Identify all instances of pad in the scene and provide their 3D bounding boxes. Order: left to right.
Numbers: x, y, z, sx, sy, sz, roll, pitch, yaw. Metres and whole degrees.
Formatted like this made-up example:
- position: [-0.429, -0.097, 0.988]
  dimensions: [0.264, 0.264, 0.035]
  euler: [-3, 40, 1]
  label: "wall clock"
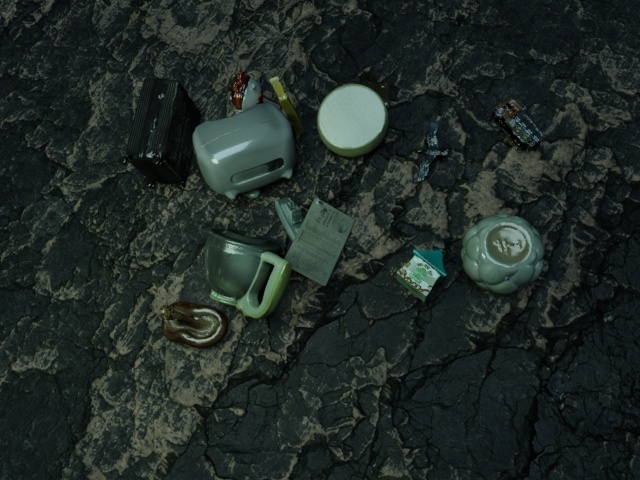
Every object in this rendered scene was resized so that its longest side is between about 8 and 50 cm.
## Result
- position: [0.000, 0.000, 1.736]
  dimensions: [0.159, 0.009, 0.265]
  euler: [28, 67, -7]
  label: "pad"

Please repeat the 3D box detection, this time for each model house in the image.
- position: [0.327, 0.095, 1.660]
  dimensions: [0.127, 0.100, 0.149]
  euler: [39, 80, 18]
  label: "model house"

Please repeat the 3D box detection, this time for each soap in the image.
- position: [-0.111, -0.458, 1.831]
  dimensions: [0.037, 0.252, 0.092]
  euler: [-27, 71, 3]
  label: "soap"

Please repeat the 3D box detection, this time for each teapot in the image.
- position: [-0.221, 0.105, 1.681]
  dimensions: [0.321, 0.239, 0.240]
  euler: [16, 98, 16]
  label: "teapot"

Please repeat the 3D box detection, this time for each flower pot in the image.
- position: [0.543, 0.039, 1.593]
  dimensions: [0.245, 0.195, 0.246]
  euler: [-2, 71, 7]
  label: "flower pot"

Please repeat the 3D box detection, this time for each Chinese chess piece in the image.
- position: [0.111, -0.413, 1.842]
  dimensions: [0.250, 0.101, 0.251]
  euler: [-1, 81, 8]
  label: "Chinese chess piece"

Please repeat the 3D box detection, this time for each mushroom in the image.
- position: [-0.421, 0.250, 1.659]
  dimensions: [0.226, 0.217, 0.148]
  euler: [2, 71, 9]
  label: "mushroom"

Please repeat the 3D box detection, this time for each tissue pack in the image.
- position: [-0.245, -0.294, 1.790]
  dimensions: [0.332, 0.230, 0.236]
  euler: [-22, 58, -12]
  label: "tissue pack"

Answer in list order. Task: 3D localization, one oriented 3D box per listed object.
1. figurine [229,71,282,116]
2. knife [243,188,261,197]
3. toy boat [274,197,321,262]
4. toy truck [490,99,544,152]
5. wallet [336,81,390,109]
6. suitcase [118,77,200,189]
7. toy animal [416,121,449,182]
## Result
- position: [-0.261, -0.495, 1.880]
  dimensions: [0.160, 0.226, 0.184]
  euler: [29, 78, 15]
  label: "figurine"
- position: [-0.298, -0.218, 1.898]
  dimensions: [0.222, 0.031, 0.064]
  euler: [38, 67, 21]
  label: "knife"
- position: [-0.069, -0.035, 1.767]
  dimensions: [0.078, 0.085, 0.261]
  euler: [-17, 67, -33]
  label: "toy boat"
- position: [0.658, -0.379, 1.775]
  dimensions: [0.092, 0.083, 0.192]
  euler: [-34, 71, -3]
  label: "toy truck"
- position: [0.153, -0.523, 1.929]
  dimensions: [0.197, 0.031, 0.110]
  euler: [2, 72, 9]
  label: "wallet"
- position: [-0.558, -0.377, 1.884]
  dimensions: [0.152, 0.230, 0.336]
  euler: [4, 73, 9]
  label: "suitcase"
- position: [0.379, -0.296, 1.801]
  dimensions: [0.107, 0.062, 0.220]
  euler: [16, 81, 13]
  label: "toy animal"
